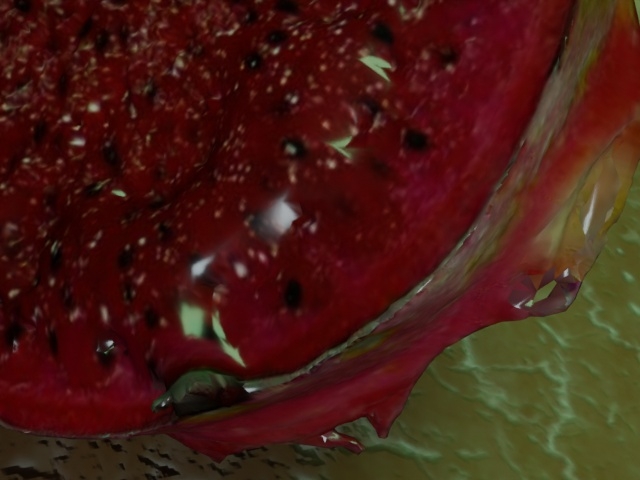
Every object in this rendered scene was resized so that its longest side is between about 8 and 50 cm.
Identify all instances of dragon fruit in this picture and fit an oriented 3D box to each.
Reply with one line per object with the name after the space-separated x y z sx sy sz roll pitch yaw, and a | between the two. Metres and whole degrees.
-0.023 -0.086 0.606 0.249 0.386 0.371 21 56 -61 | dragon fruit
